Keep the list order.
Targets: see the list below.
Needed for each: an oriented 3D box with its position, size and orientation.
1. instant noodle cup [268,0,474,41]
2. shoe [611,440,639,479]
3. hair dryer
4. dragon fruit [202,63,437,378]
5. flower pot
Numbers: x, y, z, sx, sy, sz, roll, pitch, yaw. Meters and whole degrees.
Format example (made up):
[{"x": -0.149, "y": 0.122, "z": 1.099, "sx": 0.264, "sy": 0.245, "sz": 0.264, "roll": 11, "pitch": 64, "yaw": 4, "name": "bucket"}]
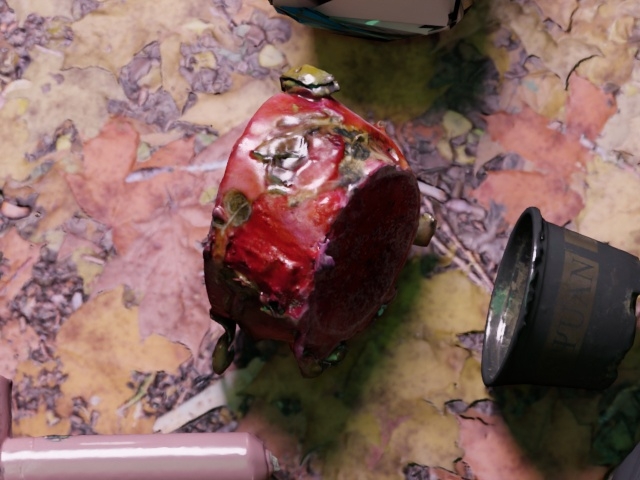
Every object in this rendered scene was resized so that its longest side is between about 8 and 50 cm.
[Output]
[{"x": 0.043, "y": -0.289, "z": 1.687, "sx": 0.240, "sy": 0.240, "sz": 0.178, "roll": 1, "pitch": 76, "yaw": 5, "name": "instant noodle cup"}, {"x": 0.295, "y": 0.212, "z": 1.607, "sx": 0.108, "sy": 0.093, "sz": 0.241, "roll": 27, "pitch": 56, "yaw": -5, "name": "shoe"}, {"x": -0.208, "y": 0.216, "z": 1.636, "sx": 0.352, "sy": 0.125, "sz": 0.210, "roll": -2, "pitch": 75, "yaw": -2, "name": "hair dryer"}, {"x": 0.000, "y": 0.000, "z": 1.635, "sx": 0.147, "sy": 0.211, "sz": 0.282, "roll": 19, "pitch": 103, "yaw": 16, "name": "dragon fruit"}, {"x": 0.206, "y": 0.058, "z": 1.624, "sx": 0.107, "sy": 0.157, "sz": 0.157, "roll": 12, "pitch": 76, "yaw": -3, "name": "flower pot"}]
